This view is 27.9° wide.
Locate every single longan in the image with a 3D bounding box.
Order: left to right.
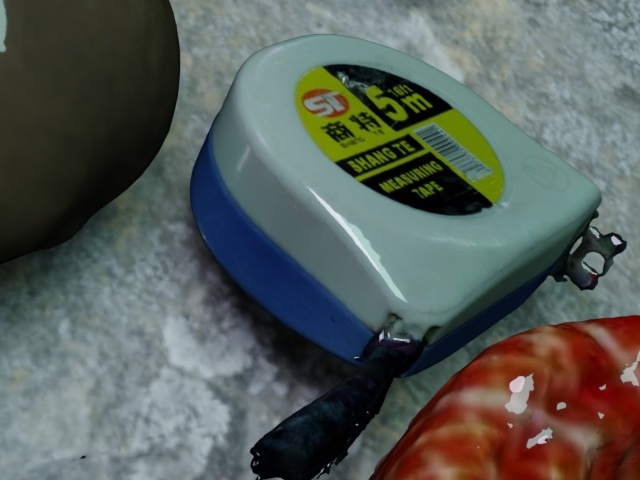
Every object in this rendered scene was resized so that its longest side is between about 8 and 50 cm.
[{"bbox_3d":[-0.175,-0.088,0.646,0.196,0.196,0.220,39,54,1],"label":"longan"}]

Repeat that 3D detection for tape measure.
[{"bbox_3d":[0.000,0.000,0.677,0.215,0.098,0.351,41,35,17],"label":"tape measure"}]

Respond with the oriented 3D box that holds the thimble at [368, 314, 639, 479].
[{"bbox_3d":[0.142,0.227,0.583,0.350,0.230,0.350,10,59,-16],"label":"thimble"}]
